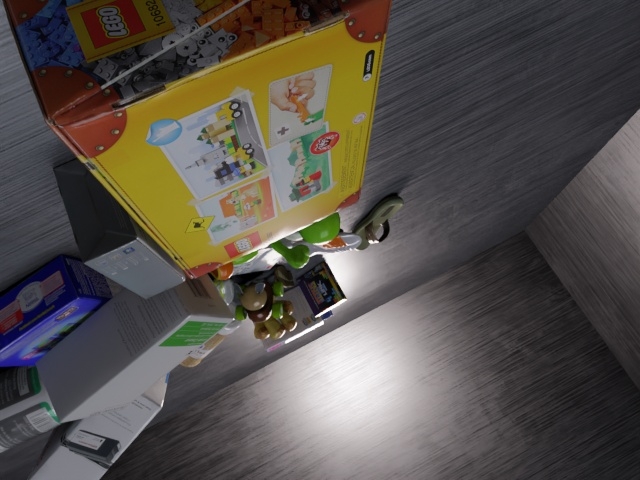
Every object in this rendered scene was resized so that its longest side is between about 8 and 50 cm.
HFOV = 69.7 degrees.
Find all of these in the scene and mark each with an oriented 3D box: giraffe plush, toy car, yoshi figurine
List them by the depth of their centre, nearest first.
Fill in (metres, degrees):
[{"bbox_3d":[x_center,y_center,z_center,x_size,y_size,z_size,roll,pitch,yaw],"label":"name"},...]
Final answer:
[{"bbox_3d":[-0.098,-0.033,1.089,0.361,0.203,0.204,-19,152,-34],"label":"yoshi figurine"},{"bbox_3d":[-0.215,0.171,1.493,0.154,0.149,0.188,-5,150,7],"label":"toy car"},{"bbox_3d":[-0.193,0.236,1.678,0.181,0.210,0.171,-27,144,-15],"label":"giraffe plush"}]

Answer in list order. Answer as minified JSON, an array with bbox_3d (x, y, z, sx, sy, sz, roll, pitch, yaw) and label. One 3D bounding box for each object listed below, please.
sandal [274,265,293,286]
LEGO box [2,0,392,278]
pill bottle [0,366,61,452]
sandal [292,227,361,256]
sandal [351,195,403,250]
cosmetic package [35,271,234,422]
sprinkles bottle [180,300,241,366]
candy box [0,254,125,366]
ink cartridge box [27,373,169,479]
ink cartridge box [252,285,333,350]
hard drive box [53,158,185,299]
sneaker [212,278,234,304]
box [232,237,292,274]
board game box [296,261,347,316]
[{"bbox_3d":[-0.139,0.138,1.659,0.048,0.072,0.180,-9,167,9],"label":"sandal"},{"bbox_3d":[-0.125,-0.167,0.702,0.372,0.193,0.500,-25,161,-10],"label":"LEGO box"},{"bbox_3d":[-0.892,0.476,1.258,0.360,0.204,0.204,-22,160,-17],"label":"pill bottle"},{"bbox_3d":[-0.003,-0.005,1.474,0.264,0.076,0.102,-10,147,9],"label":"sandal"},{"bbox_3d":[0.197,-0.041,1.615,0.120,0.086,0.303,-16,157,-32],"label":"sandal"},{"bbox_3d":[-0.403,0.220,1.017,0.365,0.155,0.197,-40,160,8],"label":"cosmetic package"},{"bbox_3d":[-0.421,0.348,1.699,0.121,0.121,0.355,-7,152,-46],"label":"sprinkles bottle"},{"bbox_3d":[-0.567,0.178,1.073,0.268,0.122,0.317,-33,159,5],"label":"candy box"},{"bbox_3d":[-0.659,0.540,1.410,0.395,0.166,0.285,-49,-162,2],"label":"ink cartridge box"},{"bbox_3d":[-0.122,0.307,1.905,0.310,0.186,0.065,-27,158,-6],"label":"ink cartridge box"},{"bbox_3d":[-0.340,-0.018,0.806,0.089,0.181,0.232,-26,160,-6],"label":"hard drive box"},{"bbox_3d":[-0.354,0.158,1.409,0.126,0.091,0.240,3,179,11],"label":"sneaker"},{"bbox_3d":[-0.194,0.049,1.385,0.186,0.038,0.145,-6,151,-46],"label":"box"},{"bbox_3d":[0.003,0.193,1.812,0.141,0.170,0.048,-35,162,16],"label":"board game box"}]
